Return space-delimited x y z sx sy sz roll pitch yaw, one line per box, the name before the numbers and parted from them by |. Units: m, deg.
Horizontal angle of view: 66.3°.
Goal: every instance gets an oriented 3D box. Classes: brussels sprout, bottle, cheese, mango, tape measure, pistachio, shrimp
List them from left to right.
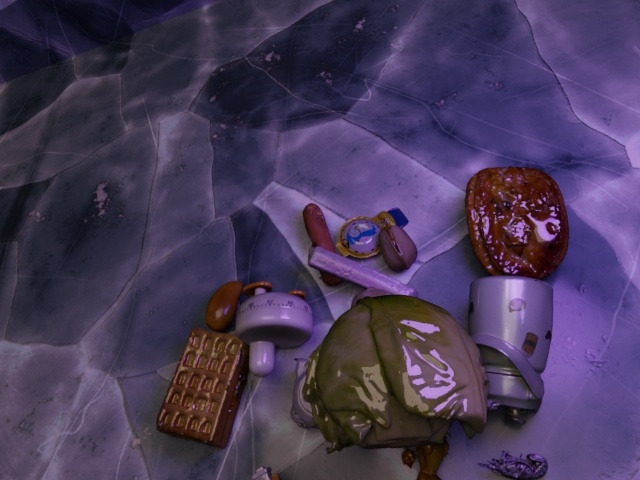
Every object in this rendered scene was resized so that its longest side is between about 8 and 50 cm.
mango | -0.317 0.209 1.606 0.102 0.085 0.184 7 60 20
tape measure | 0.004 0.427 1.376 0.178 0.105 0.196 -6 61 14
cheese | 0.165 -0.031 1.589 0.250 0.064 0.156 -30 65 -12
brussels sprout | 0.169 0.303 1.175 0.425 0.342 0.361 -16 60 22
pistachio | 0.235 0.022 1.511 0.113 0.113 0.149 -32 86 0
bottle | 0.470 0.278 1.250 0.229 0.229 0.351 4 72 20
shrimp | 0.467 0.548 1.194 0.165 0.056 0.065 4 80 9

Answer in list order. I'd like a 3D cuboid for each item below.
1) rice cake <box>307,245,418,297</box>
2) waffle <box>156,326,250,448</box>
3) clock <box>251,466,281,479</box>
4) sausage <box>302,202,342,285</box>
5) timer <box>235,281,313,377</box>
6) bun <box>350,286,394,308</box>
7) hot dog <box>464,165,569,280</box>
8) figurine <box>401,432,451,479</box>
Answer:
rice cake | 0.121 0.107 1.484 0.365 0.056 0.072 24 77 9
waffle | -0.343 0.438 1.488 0.224 0.098 0.327 6 63 19
clock | -0.129 0.744 1.219 0.235 0.166 0.309 -31 66 0
sausage | 0.000 0.000 1.613 0.079 0.087 0.326 -14 59 -5
timer | -0.136 0.263 1.434 0.234 0.233 0.240 -9 58 13
bun | 0.156 0.225 1.398 0.173 0.113 0.166 35 104 10
hot dog | 0.557 -0.062 1.416 0.267 0.174 0.387 -5 61 13
figurine | 0.258 0.566 1.240 0.122 0.121 0.176 -11 67 45
